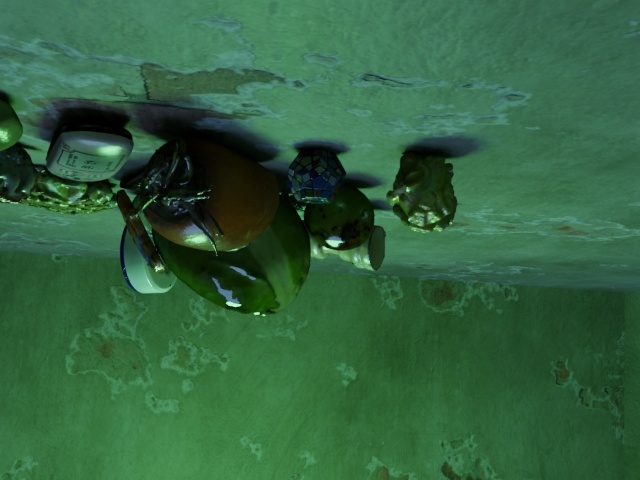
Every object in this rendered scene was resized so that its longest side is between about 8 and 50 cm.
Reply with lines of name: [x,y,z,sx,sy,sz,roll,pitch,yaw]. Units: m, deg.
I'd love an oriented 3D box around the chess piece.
chess piece: [0.000,0.000,2.026,0.307,0.124,0.139,8,-156,19]

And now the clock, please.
clock: [-0.473,0.034,2.256,0.083,0.230,0.230,0,172,19]

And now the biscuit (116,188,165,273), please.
biscuit: [-0.401,-0.026,1.754,0.043,0.280,0.183,-27,139,-16]

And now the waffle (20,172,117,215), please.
waffle: [-0.629,-0.108,1.860,0.317,0.073,0.297,7,172,-25]

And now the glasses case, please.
glasses case: [-0.413,-0.155,1.415,0.122,0.075,0.314,4,173,-25]

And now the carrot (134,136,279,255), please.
carrot: [-0.215,-0.078,1.434,0.193,0.214,0.331,-3,167,23]

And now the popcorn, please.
popcorn: [0.188,-0.086,1.438,0.126,0.145,0.126,12,177,-10]

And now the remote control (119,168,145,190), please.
remote control: [-0.382,-0.134,1.743,0.059,0.028,0.212,4,174,-31]

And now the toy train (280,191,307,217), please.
toy train: [-0.066,-0.084,1.876,0.083,0.033,0.053,13,150,0]

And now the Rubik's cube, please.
Rubik's cube: [-0.008,-0.117,1.473,0.093,0.111,0.111,-36,150,33]

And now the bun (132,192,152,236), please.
bun: [-0.377,-0.057,1.981,0.196,0.118,0.195,5,175,0]

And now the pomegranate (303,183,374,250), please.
pomegranate: [0.031,-0.049,1.768,0.156,0.156,0.220,6,176,-18]

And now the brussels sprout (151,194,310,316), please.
brussels sprout: [-0.182,0.018,1.738,0.371,0.275,0.315,39,156,-28]

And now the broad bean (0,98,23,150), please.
broad bean: [-0.543,-0.179,1.272,0.124,0.082,0.175,12,170,-39]

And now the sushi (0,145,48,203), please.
sushi: [-0.659,-0.143,1.472,0.124,0.129,0.332,5,168,28]
